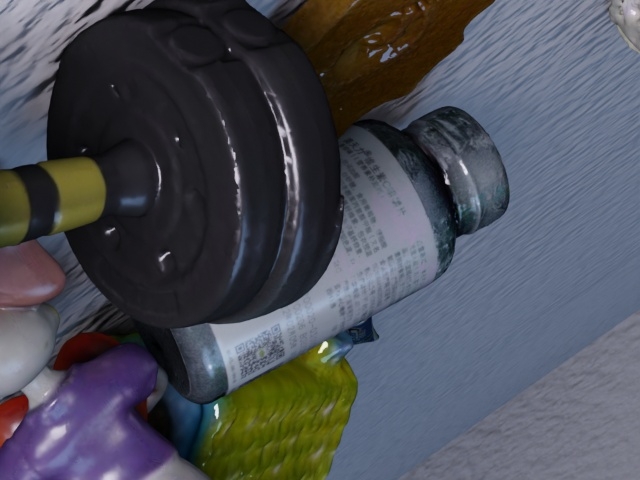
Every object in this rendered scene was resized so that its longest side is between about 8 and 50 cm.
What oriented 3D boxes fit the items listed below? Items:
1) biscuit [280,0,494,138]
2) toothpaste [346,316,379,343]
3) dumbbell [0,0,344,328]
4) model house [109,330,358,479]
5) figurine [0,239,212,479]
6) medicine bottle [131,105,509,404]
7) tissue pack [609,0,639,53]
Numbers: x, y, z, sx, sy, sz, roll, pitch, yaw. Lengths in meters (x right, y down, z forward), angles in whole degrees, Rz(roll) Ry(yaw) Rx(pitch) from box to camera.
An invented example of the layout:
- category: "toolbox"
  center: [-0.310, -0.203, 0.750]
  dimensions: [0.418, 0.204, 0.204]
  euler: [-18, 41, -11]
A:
- category: "biscuit"
  center: [0.030, -0.131, 0.981]
  dimensions: [0.182, 0.034, 0.215]
  euler: [-22, 162, -30]
- category: "toothpaste"
  center: [0.039, 0.095, 1.624]
  dimensions: [0.057, 0.034, 0.197]
  euler: [-16, 163, -3]
- category: "dumbbell"
  center: [-0.146, -0.019, 0.718]
  dimensions: [0.388, 0.185, 0.185]
  euler: [-17, 157, -43]
- category: "model house"
  center: [-0.118, 0.170, 1.266]
  dimensions: [0.303, 0.215, 0.237]
  euler: [-46, 159, 22]
- category: "figurine"
  center: [-0.158, 0.145, 0.977]
  dimensions: [0.154, 0.421, 0.193]
  euler: [-39, -156, -9]
- category: "medicine bottle"
  center: [0.000, 0.000, 1.101]
  dimensions: [0.293, 0.141, 0.141]
  euler: [-27, 162, -18]
- category: "tissue pack"
  center: [0.463, -0.196, 1.146]
  dimensions: [0.380, 0.297, 0.207]
  euler: [-35, 165, -2]
